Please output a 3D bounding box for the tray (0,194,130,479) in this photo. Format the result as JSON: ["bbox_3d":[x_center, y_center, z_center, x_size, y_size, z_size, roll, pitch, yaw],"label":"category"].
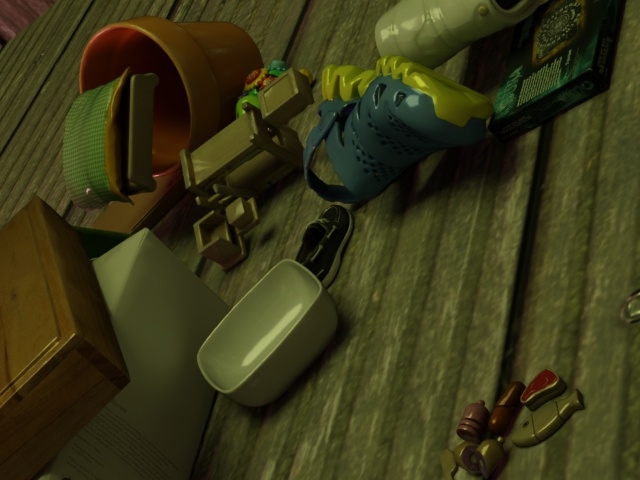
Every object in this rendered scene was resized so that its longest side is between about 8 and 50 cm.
[{"bbox_3d":[-0.305,0.102,1.453,0.203,0.076,0.411,-44,22,2],"label":"tray"}]

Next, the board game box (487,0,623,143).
[{"bbox_3d":[0.230,-0.183,1.459,0.126,0.026,0.186,-29,27,38],"label":"board game box"}]

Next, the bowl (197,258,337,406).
[{"bbox_3d":[-0.044,0.094,1.438,0.142,0.053,0.142,-46,22,-3],"label":"bowl"}]

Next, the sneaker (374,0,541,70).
[{"bbox_3d":[0.182,-0.278,1.595,0.169,0.108,0.292,-24,23,36],"label":"sneaker"}]

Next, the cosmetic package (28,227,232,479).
[{"bbox_3d":[-0.228,0.182,1.481,0.197,0.155,0.365,-31,26,31],"label":"cosmetic package"}]

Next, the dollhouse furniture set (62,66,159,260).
[{"bbox_3d":[-0.307,-0.060,1.851,0.197,0.151,0.301,-9,79,54],"label":"dollhouse furniture set"}]

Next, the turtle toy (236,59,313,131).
[{"bbox_3d":[-0.069,-0.181,1.939,0.095,0.066,0.130,-30,27,35],"label":"turtle toy"}]

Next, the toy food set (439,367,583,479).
[{"bbox_3d":[0.132,0.131,1.102,0.122,0.019,0.078,-40,23,14],"label":"toy food set"}]

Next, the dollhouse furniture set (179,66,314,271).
[{"bbox_3d":[-0.052,-0.070,1.732,0.182,0.101,0.161,-34,49,26],"label":"dollhouse furniture set"}]

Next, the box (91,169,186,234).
[{"bbox_3d":[-0.232,-0.067,2.094,0.201,0.021,0.164,-46,22,1],"label":"box"}]

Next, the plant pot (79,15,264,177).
[{"bbox_3d":[-0.180,-0.208,2.006,0.205,0.205,0.188,-23,4,44],"label":"plant pot"}]

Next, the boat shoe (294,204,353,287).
[{"bbox_3d":[0.000,0.000,1.539,0.046,0.038,0.125,-29,28,36],"label":"boat shoe"}]

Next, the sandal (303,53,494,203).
[{"bbox_3d":[0.067,-0.099,1.486,0.138,0.126,0.317,-66,15,-5],"label":"sandal"}]
